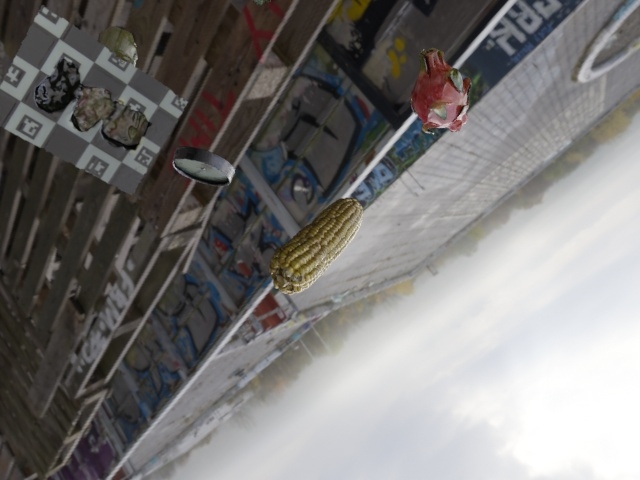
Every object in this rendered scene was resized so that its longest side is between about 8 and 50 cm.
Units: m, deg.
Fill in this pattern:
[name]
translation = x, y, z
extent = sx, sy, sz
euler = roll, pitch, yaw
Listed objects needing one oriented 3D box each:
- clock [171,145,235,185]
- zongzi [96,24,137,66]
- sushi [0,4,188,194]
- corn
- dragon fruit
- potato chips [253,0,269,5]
[clock]
translation = -0.343, -0.213, 1.487
extent = 0.184, 0.184, 0.040
euler = 86, 19, -73
[zongzi]
translation = -0.650, -0.497, 1.579
extent = 0.125, 0.251, 0.274
euler = 16, 158, -16
[sushi]
translation = -0.568, -0.336, 1.272
extent = 0.296, 0.373, 0.100
euler = -57, -155, 7
[corn]
translation = 0.000, 0.000, 1.012
extent = 0.292, 0.101, 0.101
euler = -48, 176, -43
[dragon fruit]
translation = 0.165, -0.208, 0.704
extent = 0.081, 0.086, 0.116
euler = -20, 130, 3
[potato chips]
translation = -0.174, -0.618, 1.074
extent = 0.228, 0.167, 0.059
euler = 69, 34, -42
